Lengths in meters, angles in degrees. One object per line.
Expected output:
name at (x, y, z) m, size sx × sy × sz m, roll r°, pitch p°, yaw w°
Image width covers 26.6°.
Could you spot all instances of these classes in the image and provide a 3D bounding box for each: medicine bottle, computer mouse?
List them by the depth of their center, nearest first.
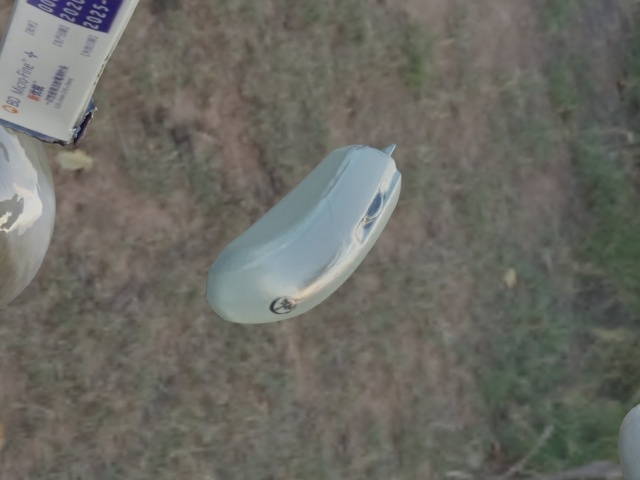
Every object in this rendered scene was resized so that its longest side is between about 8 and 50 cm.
medicine bottle at (-0.083, -0.149, 0.554) m, size 0.052 × 0.201 × 0.171 m, roll 17°, pitch 70°, yaw -15°
computer mouse at (0.000, 0.000, 0.981) m, size 0.181 × 0.056 × 0.089 m, roll -44°, pitch 147°, yaw -6°

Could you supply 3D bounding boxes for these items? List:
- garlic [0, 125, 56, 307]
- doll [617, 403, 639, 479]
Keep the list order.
garlic at (-0.281, 0.005, 0.805) m, size 0.132 × 0.325 × 0.279 m, roll 44°, pitch 45°, yaw 15°
doll at (0.254, 0.276, 0.939) m, size 0.242 × 0.159 × 0.311 m, roll -22°, pitch 102°, yaw -19°
